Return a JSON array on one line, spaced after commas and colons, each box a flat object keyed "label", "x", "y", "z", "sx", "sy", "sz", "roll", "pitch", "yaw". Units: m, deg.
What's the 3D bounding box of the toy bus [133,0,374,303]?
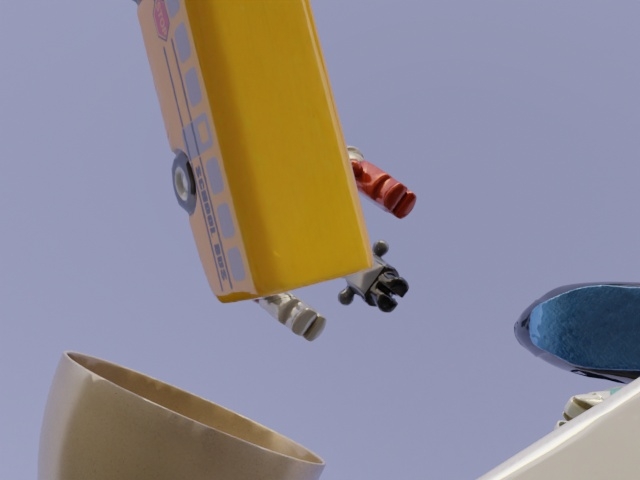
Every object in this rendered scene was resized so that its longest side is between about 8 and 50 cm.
[{"label": "toy bus", "x": -0.064, "y": -0.123, "z": 0.673, "sx": 0.108, "sy": 0.130, "sz": 0.333, "roll": -13, "pitch": -92, "yaw": -27}]

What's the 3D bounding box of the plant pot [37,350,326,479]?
[{"label": "plant pot", "x": -0.161, "y": 0.251, "z": 0.847, "sx": 0.284, "sy": 0.284, "sz": 0.191, "roll": 25, "pitch": -98, "yaw": -6}]

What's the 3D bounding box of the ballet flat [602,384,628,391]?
[{"label": "ballet flat", "x": 0.534, "y": 0.259, "z": 1.338, "sx": 0.348, "sy": 0.123, "sz": 0.123, "roll": -3, "pitch": -75, "yaw": -38}]

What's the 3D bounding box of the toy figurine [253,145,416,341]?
[{"label": "toy figurine", "x": 0.000, "y": 0.000, "z": 1.068, "sx": 0.213, "sy": 0.148, "sz": 0.209, "roll": -20, "pitch": -55, "yaw": -28}]

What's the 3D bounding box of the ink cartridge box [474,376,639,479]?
[{"label": "ink cartridge box", "x": 0.146, "y": 0.209, "z": 0.443, "sx": 0.285, "sy": 0.395, "sz": 0.166, "roll": -25, "pitch": -117, "yaw": -20}]

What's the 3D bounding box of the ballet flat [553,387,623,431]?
[{"label": "ballet flat", "x": 0.337, "y": 0.236, "z": 1.058, "sx": 0.087, "sy": 0.247, "sz": 0.083, "roll": 35, "pitch": -57, "yaw": 11}]

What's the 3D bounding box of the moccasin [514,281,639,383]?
[{"label": "moccasin", "x": 0.368, "y": 0.093, "z": 0.893, "sx": 0.342, "sy": 0.117, "sz": 0.138, "roll": 13, "pitch": -100, "yaw": -9}]
